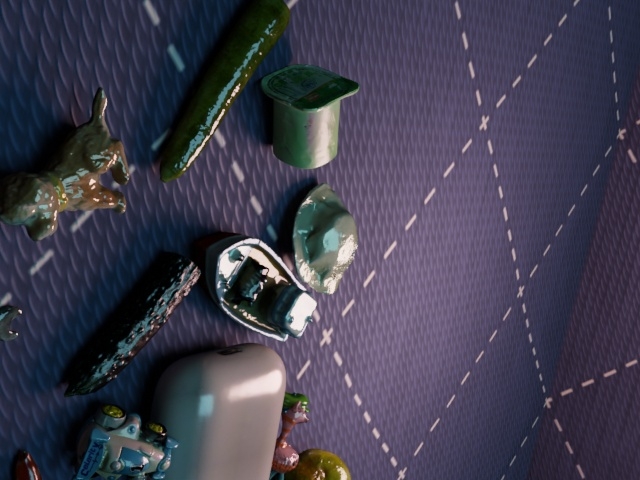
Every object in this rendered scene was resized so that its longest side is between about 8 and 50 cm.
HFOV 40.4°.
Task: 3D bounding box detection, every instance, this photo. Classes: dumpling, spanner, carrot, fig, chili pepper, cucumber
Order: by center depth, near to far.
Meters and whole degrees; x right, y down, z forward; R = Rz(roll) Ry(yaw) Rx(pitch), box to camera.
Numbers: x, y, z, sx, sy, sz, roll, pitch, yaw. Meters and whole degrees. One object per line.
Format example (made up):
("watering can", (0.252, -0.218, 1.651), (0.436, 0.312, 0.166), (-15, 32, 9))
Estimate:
("spanner", (-0.501, 0.093, 1.158), (0.254, 0.015, 0.054), (26, 88, -55))
("chili pepper", (-0.440, 0.447, 1.378), (0.063, 0.071, 0.272), (-13, 119, -5))
("carrot", (-0.161, -0.246, 1.400), (0.358, 0.074, 0.074), (-59, 144, -10))
("cucumber", (-0.303, 0.139, 1.403), (0.300, 0.072, 0.072), (-53, 142, -20))
("dumpling", (0.015, -0.002, 1.699), (0.152, 0.108, 0.219), (-23, 105, -73))
("fig", (-0.002, 0.571, 1.942), (0.167, 0.167, 0.233), (-46, 132, -30))

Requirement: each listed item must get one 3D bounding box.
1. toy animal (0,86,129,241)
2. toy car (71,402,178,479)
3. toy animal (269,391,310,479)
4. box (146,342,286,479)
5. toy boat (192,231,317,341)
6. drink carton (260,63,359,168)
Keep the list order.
("toy animal", (-0.361, -0.103, 1.178), (0.185, 0.104, 0.184), (-23, 126, -40))
("toy car", (-0.318, 0.353, 1.409), (0.161, 0.098, 0.126), (23, 103, -14))
("toy animal", (-0.089, 0.420, 1.827), (0.103, 0.100, 0.208), (14, 101, -16))
("box", (-0.196, 0.364, 1.594), (0.288, 0.141, 0.349), (-7, 111, -53))
("toy boat", (-0.111, 0.086, 1.574), (0.145, 0.133, 0.332), (-60, 144, -11))
("drink carton", (-0.028, -0.215, 1.542), (0.146, 0.144, 0.142), (-35, 142, -38))
